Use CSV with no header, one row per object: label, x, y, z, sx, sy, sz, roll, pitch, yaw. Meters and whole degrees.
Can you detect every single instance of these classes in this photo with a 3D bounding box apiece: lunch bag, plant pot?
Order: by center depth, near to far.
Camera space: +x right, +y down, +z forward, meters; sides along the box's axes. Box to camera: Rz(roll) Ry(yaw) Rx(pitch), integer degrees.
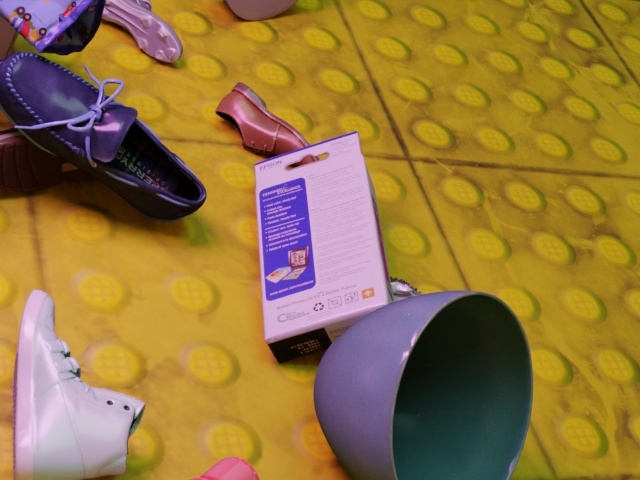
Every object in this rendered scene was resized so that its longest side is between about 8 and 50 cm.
plant pot,0.107,0.197,1.512,0.195,0.290,0.290,7,23,43
lunch bag,-0.418,-0.382,1.739,0.221,0.138,0.293,45,-1,-6

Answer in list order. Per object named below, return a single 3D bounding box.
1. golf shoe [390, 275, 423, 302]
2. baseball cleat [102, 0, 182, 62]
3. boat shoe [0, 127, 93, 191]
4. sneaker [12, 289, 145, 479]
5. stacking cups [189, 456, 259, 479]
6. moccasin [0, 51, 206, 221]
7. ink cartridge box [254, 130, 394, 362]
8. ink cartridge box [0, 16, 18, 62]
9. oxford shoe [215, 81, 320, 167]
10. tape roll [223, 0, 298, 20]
golf shoe,0.074,0.088,1.748,0.198,0.077,0.094,33,51,21
baseball cleat,-0.303,-0.384,2.074,0.206,0.072,0.109,37,34,10
boat shoe,-0.402,-0.131,1.739,0.257,0.095,0.095,-5,36,-41
sneaker,-0.289,0.175,1.438,0.151,0.094,0.256,2,54,-17
stacking cups,-0.186,0.336,1.321,0.096,0.096,0.316,36,39,14
moccasin,-0.291,-0.155,1.673,0.342,0.117,0.138,34,66,-30
ink cartridge box,0.000,0.000,1.736,0.175,0.069,0.371,-17,45,10
ink cartridge box,-0.628,-0.423,1.888,0.226,0.131,0.306,-2,44,-40
oxford shoe,-0.083,-0.163,1.956,0.212,0.076,0.076,40,72,15
tape roll,-0.098,-0.513,2.203,0.219,0.219,0.072,-15,53,-38
